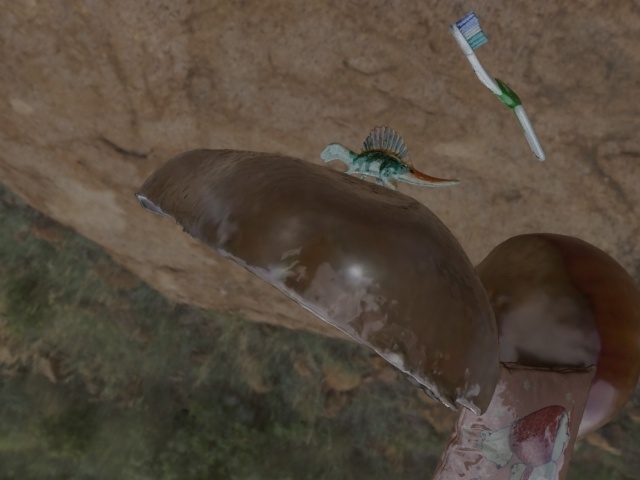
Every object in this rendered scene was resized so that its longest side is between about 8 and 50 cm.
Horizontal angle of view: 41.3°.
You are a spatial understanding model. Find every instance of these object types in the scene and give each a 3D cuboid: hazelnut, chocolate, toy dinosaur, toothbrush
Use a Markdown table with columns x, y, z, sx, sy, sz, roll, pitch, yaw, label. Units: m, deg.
| x | y | z | sx | sy | sz | roll | pitch | yaw | label |
| --- | --- | --- | --- | --- | --- | --- | --- | --- | --- |
| 0.354 | 0.170 | 1.369 | 0.365 | 0.366 | 0.366 | 13 | 145 | 10 | hazelnut |
| 0.000 | -0.001 | 0.478 | 0.161 | 0.083 | 0.261 | 34 | 176 | -28 | chocolate |
| 0.092 | -0.107 | 1.169 | 0.187 | 0.106 | 0.044 | -14 | 178 | 32 | toy dinosaur |
| 0.202 | -0.156 | 0.930 | 0.030 | 0.030 | 0.304 | -2 | 159 | 28 | toothbrush |

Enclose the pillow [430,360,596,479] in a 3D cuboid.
| x | y | z | sx | sy | sz | roll | pitch | yaw | label |
| --- | --- | --- | --- | --- | --- | --- | --- | --- | --- |
| 0.261 | 0.267 | 1.144 | 0.223 | 0.236 | 0.084 | 12 | -168 | -26 | pillow |
